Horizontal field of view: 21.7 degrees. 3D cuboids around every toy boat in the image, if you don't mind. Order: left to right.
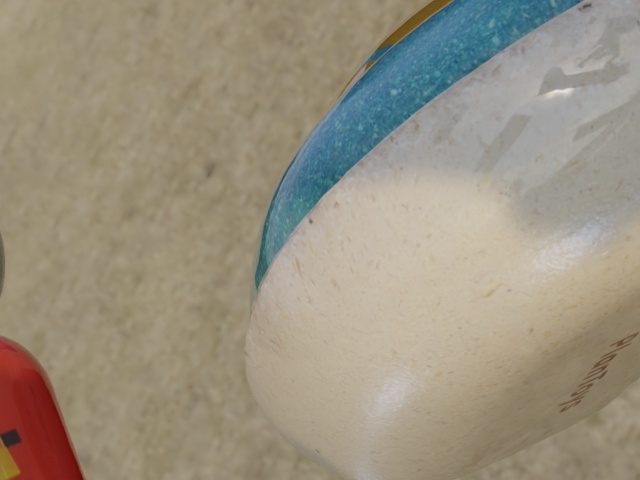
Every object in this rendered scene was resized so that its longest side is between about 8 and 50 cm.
[{"bbox_3d":[0.000,0.000,0.531,0.148,0.318,0.267,61,155,19],"label":"toy boat"}]
